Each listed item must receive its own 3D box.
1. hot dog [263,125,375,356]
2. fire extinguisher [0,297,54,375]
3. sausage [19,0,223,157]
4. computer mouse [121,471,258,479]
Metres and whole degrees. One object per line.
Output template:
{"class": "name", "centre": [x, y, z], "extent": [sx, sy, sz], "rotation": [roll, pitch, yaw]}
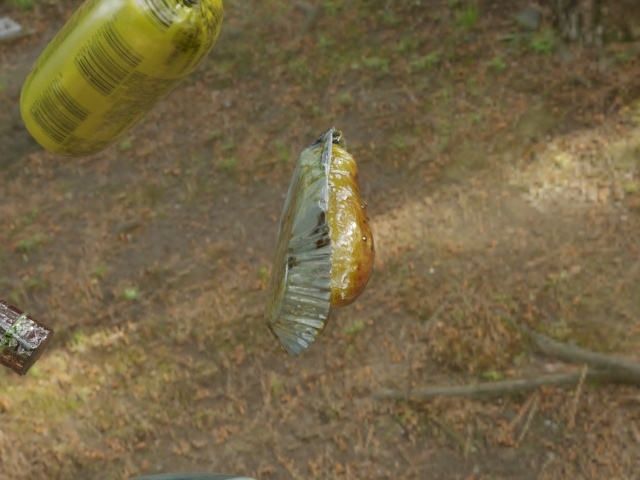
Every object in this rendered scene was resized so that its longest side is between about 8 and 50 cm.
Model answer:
{"class": "hot dog", "centre": [0.000, 0.000, 1.081], "extent": [0.081, 0.163, 0.270], "rotation": [17, 31, -9]}
{"class": "fire extinguisher", "centre": [-0.274, 0.043, 0.805], "extent": [0.158, 0.064, 0.043], "rotation": [31, 76, -3]}
{"class": "sausage", "centre": [-0.210, -0.183, 1.124], "extent": [0.347, 0.123, 0.123], "rotation": [-30, 16, 47]}
{"class": "computer mouse", "centre": [-0.159, 0.200, 0.470], "extent": [0.090, 0.167, 0.379], "rotation": [22, 25, 36]}
